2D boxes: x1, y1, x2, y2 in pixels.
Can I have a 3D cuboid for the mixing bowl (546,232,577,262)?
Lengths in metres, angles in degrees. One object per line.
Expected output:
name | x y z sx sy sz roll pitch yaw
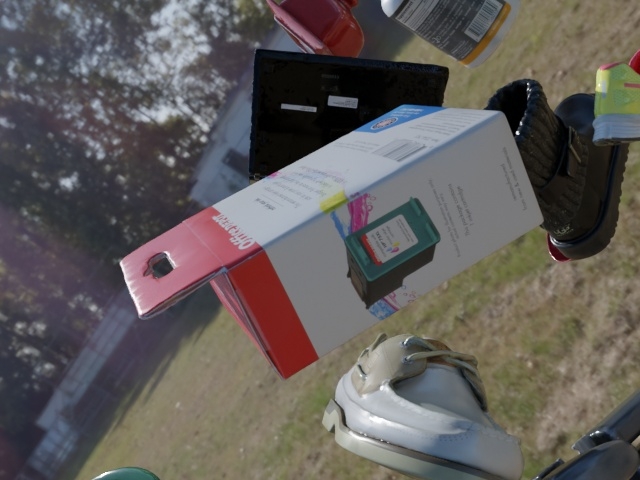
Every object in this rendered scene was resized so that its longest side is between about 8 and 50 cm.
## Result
mixing bowl | 0.646 -0.027 1.808 0.181 0.098 0.181 -170 90 -78

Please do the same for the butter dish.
butter dish | 0.014 -0.360 1.216 0.118 0.160 0.160 -47 -24 5

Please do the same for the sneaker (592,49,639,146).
sneaker | 0.363 -0.158 0.773 0.209 0.094 0.081 -14 5 -35

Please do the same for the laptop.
laptop | 0.026 -0.136 0.988 0.136 0.235 0.264 -91 6 -58

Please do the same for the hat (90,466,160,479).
hat | -0.123 0.308 0.622 0.209 0.183 0.173 -8 49 44

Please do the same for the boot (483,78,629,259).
boot | 0.358 -0.167 1.152 0.131 0.260 0.347 -29 34 42

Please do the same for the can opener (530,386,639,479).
can opener | 0.287 0.190 0.669 0.280 0.074 0.093 -21 -21 -39

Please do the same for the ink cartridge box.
ink cartridge box | 0.000 0.000 0.462 0.231 0.078 0.134 -30 20 -11

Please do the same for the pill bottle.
pill bottle | 0.214 -0.454 1.358 0.162 0.279 0.162 -57 10 16

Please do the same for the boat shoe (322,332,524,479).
boat shoe | 0.073 0.126 0.582 0.103 0.113 0.302 -68 12 -9
